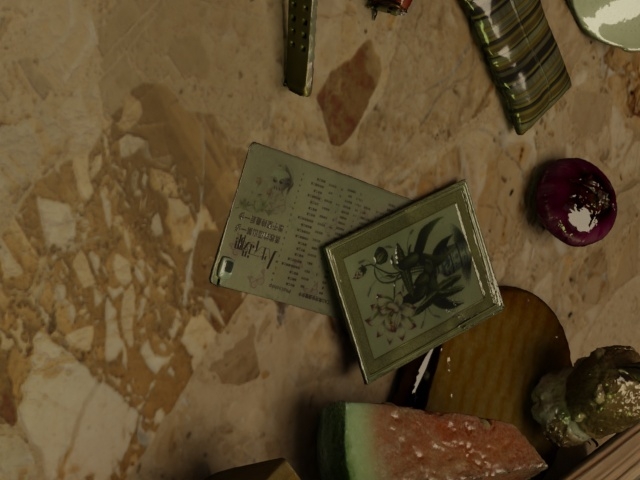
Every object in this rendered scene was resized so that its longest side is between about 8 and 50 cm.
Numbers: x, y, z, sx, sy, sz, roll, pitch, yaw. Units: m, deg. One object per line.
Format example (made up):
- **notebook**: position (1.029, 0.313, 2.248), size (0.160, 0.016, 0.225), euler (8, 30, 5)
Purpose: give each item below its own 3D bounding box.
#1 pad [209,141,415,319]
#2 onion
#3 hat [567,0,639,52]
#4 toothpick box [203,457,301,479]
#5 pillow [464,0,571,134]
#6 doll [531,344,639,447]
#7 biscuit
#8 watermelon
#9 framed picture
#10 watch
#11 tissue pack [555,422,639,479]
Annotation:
- **pad**: position (0.000, 0.000, 1.612), size (0.265, 0.009, 0.159), euler (18, 87, -42)
- **onion**: position (0.324, -0.049, 1.820), size (0.115, 0.104, 0.115), euler (3, 84, -26)
- **hat**: position (0.434, -0.379, 1.836), size (0.301, 0.168, 0.257), euler (-29, 137, -7)
- **toothpick box**: position (-0.031, 0.395, 1.504), size (0.190, 0.187, 0.308), euler (-41, 103, -38)
- **pillow**: position (0.241, -0.238, 1.746), size (0.113, 0.038, 0.203), euler (-44, 124, -25)
- **doll**: position (0.351, 0.182, 1.784), size (0.115, 0.221, 0.105), euler (25, 50, -17)
- **biscuit**: position (0.206, 0.210, 1.819), size (0.318, 0.040, 0.317), euler (-11, 107, -38)
- **watermelon**: position (0.122, 0.251, 1.648), size (0.257, 0.193, 0.139), euler (-2, 72, -15)
- **framed picture**: position (0.112, 0.046, 1.687), size (0.231, 0.010, 0.173), euler (-27, 104, -34)
- **watch**: position (0.040, -0.291, 1.535), size (0.165, 0.102, 0.268), euler (-9, 114, -41)
- **tissue pack**: position (0.314, 0.338, 1.842), size (0.325, 0.071, 0.170), euler (-27, 160, -41)
